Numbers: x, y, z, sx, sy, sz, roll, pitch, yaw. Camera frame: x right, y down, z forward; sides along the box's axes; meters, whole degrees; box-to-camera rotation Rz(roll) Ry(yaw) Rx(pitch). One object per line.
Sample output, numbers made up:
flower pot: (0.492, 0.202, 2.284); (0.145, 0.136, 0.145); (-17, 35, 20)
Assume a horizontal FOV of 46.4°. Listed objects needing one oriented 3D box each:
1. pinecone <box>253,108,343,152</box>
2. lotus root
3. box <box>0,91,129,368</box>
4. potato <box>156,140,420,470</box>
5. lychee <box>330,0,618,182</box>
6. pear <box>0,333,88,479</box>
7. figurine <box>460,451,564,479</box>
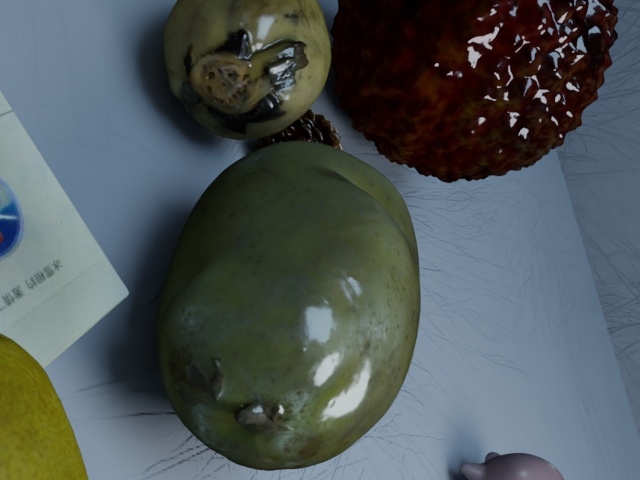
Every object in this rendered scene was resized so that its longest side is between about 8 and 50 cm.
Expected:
pinecone: (-0.034, -0.113, 0.922); (0.109, 0.102, 0.102); (-19, 88, -34)
lotus root: (-0.066, -0.229, 0.857); (0.182, 0.183, 0.310); (59, 29, -18)
box: (-0.258, -0.023, 0.494); (0.256, 0.069, 0.164); (61, 30, -13)
potato: (-0.022, 0.058, 0.688); (0.326, 0.221, 0.243); (-79, 149, -45)
lychee: (0.215, -0.286, 1.145); (0.425, 0.500, 0.424); (11, 56, -17)
pear: (-0.218, 0.130, 0.335); (0.209, 0.209, 0.208); (38, 41, -43)
figurine: (0.304, 0.430, 1.039); (0.176, 0.186, 0.287); (5, 32, -50)
